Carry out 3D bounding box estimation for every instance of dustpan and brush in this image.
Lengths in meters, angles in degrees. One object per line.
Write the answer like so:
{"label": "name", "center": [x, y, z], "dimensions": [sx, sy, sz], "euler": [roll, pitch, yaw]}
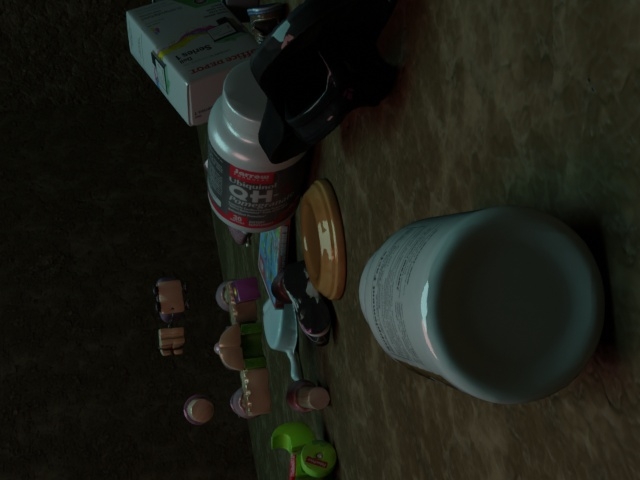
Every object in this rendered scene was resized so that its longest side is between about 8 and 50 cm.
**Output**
{"label": "dustpan and brush", "center": [-0.076, 0.220, 1.855], "dimensions": [0.147, 0.060, 0.211], "euler": [130, 141, -56]}

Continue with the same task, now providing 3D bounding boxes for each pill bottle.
{"label": "pill bottle", "center": [-0.106, -0.161, 1.453], "dimensions": [0.318, 0.176, 0.176], "euler": [103, 157, -61]}
{"label": "pill bottle", "center": [0.105, 0.044, 0.651], "dimensions": [0.229, 0.131, 0.131], "euler": [173, 90, -79]}

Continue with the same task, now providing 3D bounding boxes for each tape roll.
{"label": "tape roll", "center": [-0.190, -0.595, 1.874], "dimensions": [0.219, 0.072, 0.219], "euler": [173, 90, -78]}

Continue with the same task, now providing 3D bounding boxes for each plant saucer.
{"label": "plant saucer", "center": [0.000, 0.000, 1.377], "dimensions": [0.200, 0.037, 0.200], "euler": [174, 90, -79]}

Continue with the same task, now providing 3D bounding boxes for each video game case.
{"label": "video game case", "center": [-0.098, -0.025, 1.799], "dimensions": [0.204, 0.025, 0.285], "euler": [-118, 30, -61]}

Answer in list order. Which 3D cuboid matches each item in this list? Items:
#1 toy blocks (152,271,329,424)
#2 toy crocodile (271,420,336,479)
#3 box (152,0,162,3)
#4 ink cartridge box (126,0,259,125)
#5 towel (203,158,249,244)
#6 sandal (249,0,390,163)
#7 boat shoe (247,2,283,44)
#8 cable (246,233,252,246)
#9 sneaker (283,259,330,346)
{"label": "toy blocks", "center": [-0.169, 0.209, 1.639], "dimensions": [0.260, 0.309, 0.289], "euler": [153, 110, -71]}
{"label": "toy crocodile", "center": [-0.011, 0.484, 1.538], "dimensions": [0.115, 0.105, 0.341], "euler": [97, 161, -51]}
{"label": "box", "center": [-0.291, -0.605, 1.974], "dimensions": [0.036, 0.225, 0.136], "euler": [180, 84, -66]}
{"label": "ink cartridge box", "center": [-0.254, -0.391, 1.777], "dimensions": [0.278, 0.201, 0.117], "euler": [50, 152, 30]}
{"label": "towel", "center": [-0.196, -0.158, 1.934], "dimensions": [0.237, 0.037, 0.329], "euler": [66, 157, 18]}
{"label": "sandal", "center": [0.013, -0.172, 1.013], "dimensions": [0.107, 0.167, 0.446], "euler": [56, 172, 7]}
{"label": "boat shoe", "center": [-0.098, -0.402, 1.578], "dimensions": [0.183, 0.066, 0.066], "euler": [-106, 7, -81]}
{"label": "cable", "center": [-0.184, -0.135, 2.108], "dimensions": [0.139, 0.072, 0.287], "euler": [120, 141, -66]}
{"label": "sneaker", "center": [-0.022, 0.112, 1.480], "dimensions": [0.077, 0.072, 0.178], "euler": [80, 180, -46]}
